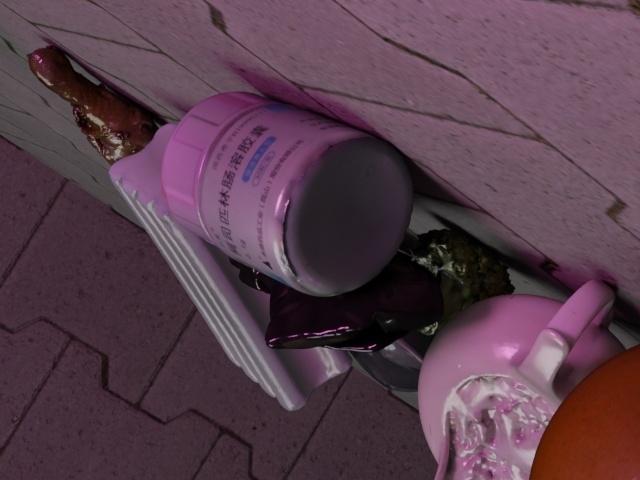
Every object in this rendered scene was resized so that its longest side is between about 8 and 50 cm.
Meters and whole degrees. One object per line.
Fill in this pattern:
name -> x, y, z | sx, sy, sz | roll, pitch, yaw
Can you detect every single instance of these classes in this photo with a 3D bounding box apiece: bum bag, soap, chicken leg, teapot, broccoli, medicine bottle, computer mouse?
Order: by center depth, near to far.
medicine bottle -> -0.030, -0.040, 1.558 | 0.168, 0.135, 0.135 | 25, 171, 48
teapot -> 0.170, 0.137, 1.613 | 0.204, 0.298, 0.139 | 34, -140, 21
bum bag -> 0.004, 0.023, 1.682 | 0.144, 0.095, 0.340 | -12, -163, -6
broccoli -> 0.117, 0.042, 1.700 | 0.095, 0.092, 0.097 | 30, 148, 34
soap -> -0.087, 0.026, 1.957 | 0.265, 0.087, 0.160 | 58, 167, -30
computer mouse -> 0.000, 0.000, 1.971 | 0.379, 0.090, 0.167 | 46, 166, 22
chicken leg -> -0.233, -0.140, 2.087 | 0.198, 0.069, 0.085 | 44, -169, -36

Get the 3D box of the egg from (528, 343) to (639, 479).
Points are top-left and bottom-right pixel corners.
egg -> 0.269, 0.188, 1.391 | 0.250, 0.250, 0.322 | 30, -179, 8

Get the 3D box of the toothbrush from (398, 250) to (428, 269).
toothbrush -> 0.081, 0.021, 2.007 | 0.275, 0.019, 0.025 | 27, 178, 36
